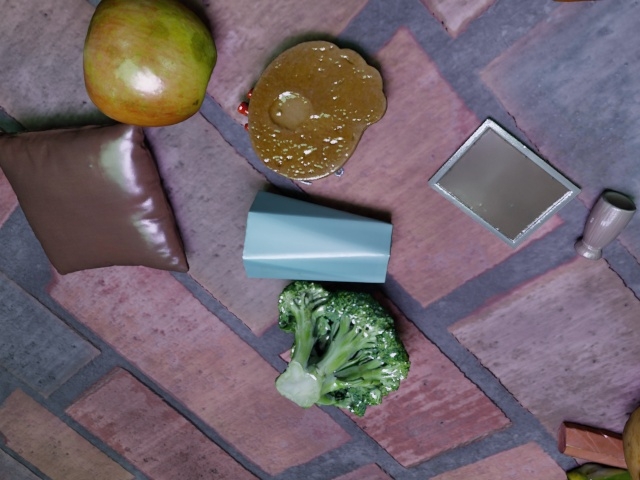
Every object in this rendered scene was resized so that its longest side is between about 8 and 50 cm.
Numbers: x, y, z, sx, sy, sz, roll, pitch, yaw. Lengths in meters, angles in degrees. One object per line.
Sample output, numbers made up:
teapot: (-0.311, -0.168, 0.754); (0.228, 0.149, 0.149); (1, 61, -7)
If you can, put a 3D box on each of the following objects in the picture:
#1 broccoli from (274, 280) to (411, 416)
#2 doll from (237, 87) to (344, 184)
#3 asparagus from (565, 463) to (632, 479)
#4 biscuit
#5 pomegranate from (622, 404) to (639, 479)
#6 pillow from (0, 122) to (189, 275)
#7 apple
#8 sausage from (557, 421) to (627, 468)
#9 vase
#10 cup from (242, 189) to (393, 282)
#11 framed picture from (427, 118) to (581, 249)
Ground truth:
broccoli: (0.022, 0.196, 1.001); (0.261, 0.241, 0.269); (34, 121, 10)
doll: (-0.040, -0.165, 0.897); (0.194, 0.062, 0.104); (38, 81, -3)
asparagus: (0.647, 0.458, 1.078); (0.343, 0.085, 0.082); (-15, 92, 27)
biscuit: (-0.011, -0.189, 0.840); (0.181, 0.049, 0.208); (35, 99, 4)
pomegranate: (0.633, 0.362, 0.899); (0.281, 0.281, 0.281); (8, 123, 12)
pillow: (-0.408, -0.067, 1.036); (0.308, 0.108, 0.305); (-3, 122, 17)
apple: (-0.243, -0.257, 0.820); (0.196, 0.196, 0.196); (8, 123, 12)
sausage: (0.543, 0.392, 1.078); (0.169, 0.065, 0.065); (11, 124, 9)
vase: (0.424, -0.020, 0.857); (0.053, 0.053, 0.101); (18, 128, 5)
cup: (0.000, 0.000, 0.950); (0.235, 0.134, 0.148); (6, 156, 5)
framed picture: (0.281, -0.084, 0.883); (0.183, 0.011, 0.142); (35, 124, -7)
